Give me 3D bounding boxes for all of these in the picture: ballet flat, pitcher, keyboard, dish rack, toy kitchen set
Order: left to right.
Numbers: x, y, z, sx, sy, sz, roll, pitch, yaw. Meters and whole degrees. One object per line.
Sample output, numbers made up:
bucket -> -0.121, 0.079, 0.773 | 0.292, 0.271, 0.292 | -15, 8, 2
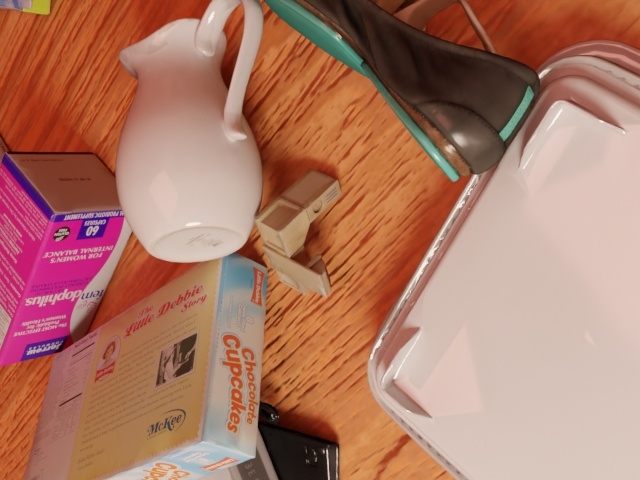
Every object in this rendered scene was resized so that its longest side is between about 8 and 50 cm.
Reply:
pitcher -> -0.103, -0.100, 0.605 | 0.178, 0.126, 0.207 | -30, 62, 43
keyboard -> -0.058, 0.196, 0.677 | 0.180, 0.023, 0.108 | 4, 104, 36
toy kitchen set -> 0.000, 0.000, 0.607 | 0.068, 0.075, 0.083 | 27, 150, 35
ballet flat -> 0.054, -0.151, 0.511 | 0.096, 0.095, 0.280 | -45, 54, 8
dish rack -> 0.179, 0.062, 0.457 | 0.286, 0.072, 0.332 | 40, 116, 28

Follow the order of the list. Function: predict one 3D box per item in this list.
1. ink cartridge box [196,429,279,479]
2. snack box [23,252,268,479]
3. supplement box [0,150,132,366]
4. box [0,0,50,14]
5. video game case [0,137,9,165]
ink cartridge box -> -0.108, 0.336, 0.692 | 0.239, 0.060, 0.275 | -28, 82, 36
snack box -> -0.181, 0.155, 0.687 | 0.322, 0.060, 0.187 | -30, 44, 35
supplement box -> -0.312, 0.020, 0.792 | 0.114, 0.111, 0.220 | 44, 119, 24
box -> -0.381, -0.337, 0.849 | 0.178, 0.042, 0.108 | 18, 106, 34
video game case -> -0.475, -0.051, 0.962 | 0.193, 0.023, 0.212 | 52, 121, 20
